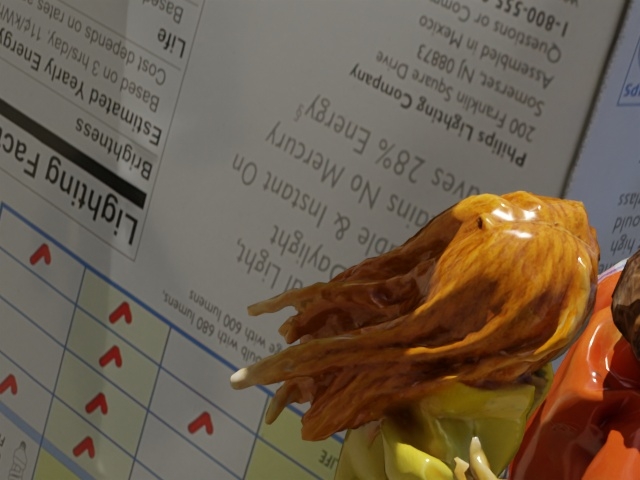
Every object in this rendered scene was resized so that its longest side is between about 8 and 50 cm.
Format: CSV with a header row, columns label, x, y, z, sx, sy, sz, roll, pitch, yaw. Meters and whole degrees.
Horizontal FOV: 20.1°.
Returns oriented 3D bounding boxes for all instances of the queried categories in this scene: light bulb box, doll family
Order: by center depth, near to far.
label,x,y,z,sx,sy,sz,roll,pitch,yaw
doll family,0.030,0.087,0.366,0.118,0.163,0.263,14,42,-9
light bulb box,0.000,0.000,0.769,0.358,0.361,0.225,32,25,37
